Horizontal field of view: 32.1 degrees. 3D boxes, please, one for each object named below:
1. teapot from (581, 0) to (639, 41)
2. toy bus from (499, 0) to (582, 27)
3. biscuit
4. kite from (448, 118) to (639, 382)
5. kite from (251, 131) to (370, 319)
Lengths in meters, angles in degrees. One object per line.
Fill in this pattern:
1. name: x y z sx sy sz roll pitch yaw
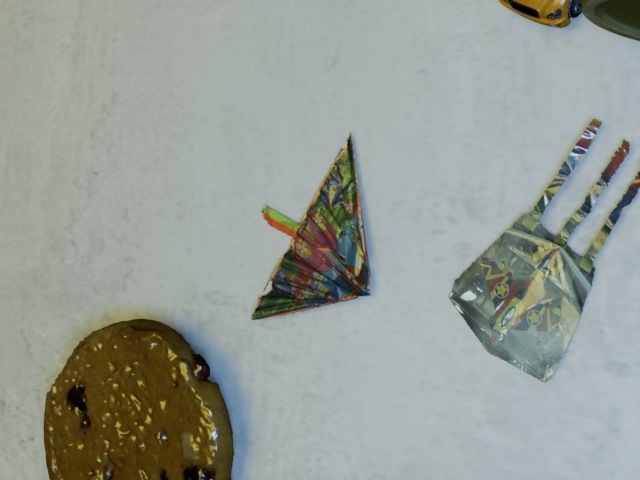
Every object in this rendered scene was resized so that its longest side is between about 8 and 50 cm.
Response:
1. teapot: 0.313 -0.256 0.914 0.268 0.186 0.175 -170 94 -72
2. toy bus: 0.225 -0.301 1.031 0.083 0.088 0.194 31 104 33
3. biscuit: -0.214 0.234 1.313 0.296 0.075 0.295 1 91 34
4. kite: 0.221 0.008 1.052 0.141 0.015 0.245 42 113 30
5. kite: 0.000 0.000 1.217 0.183 0.014 0.241 33 105 36
